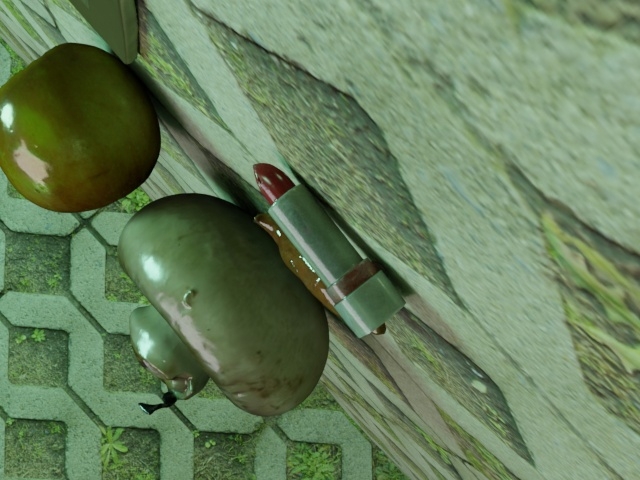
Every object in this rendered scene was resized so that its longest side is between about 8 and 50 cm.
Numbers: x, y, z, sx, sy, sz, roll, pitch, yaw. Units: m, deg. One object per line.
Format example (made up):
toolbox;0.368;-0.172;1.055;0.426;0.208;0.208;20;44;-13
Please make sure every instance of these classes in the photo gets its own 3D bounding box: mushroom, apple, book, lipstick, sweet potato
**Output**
mushroom;-0.164;0.111;1.043;0.362;0.294;0.362;46;171;10
apple;-0.324;-0.155;0.960;0.237;0.236;0.208;31;147;56
book;-0.294;-0.327;0.720;0.310;0.021;0.217;49;168;-8
lipstick;0.001;-0.001;0.666;0.186;0.057;0.063;52;169;3
sweet potato;0.001;0.028;0.766;0.055;0.058;0.202;-3;-143;-43
